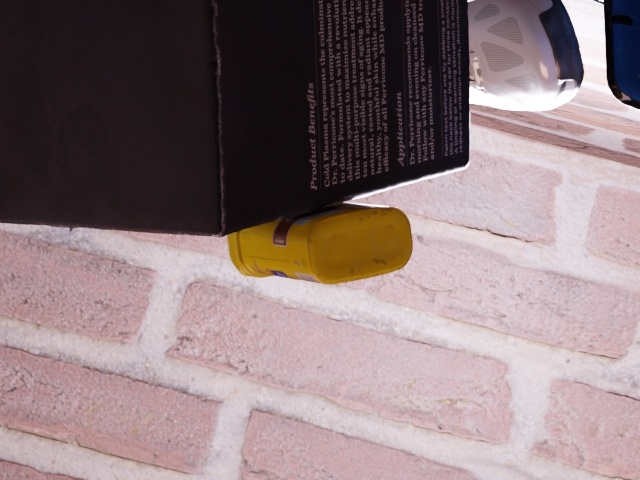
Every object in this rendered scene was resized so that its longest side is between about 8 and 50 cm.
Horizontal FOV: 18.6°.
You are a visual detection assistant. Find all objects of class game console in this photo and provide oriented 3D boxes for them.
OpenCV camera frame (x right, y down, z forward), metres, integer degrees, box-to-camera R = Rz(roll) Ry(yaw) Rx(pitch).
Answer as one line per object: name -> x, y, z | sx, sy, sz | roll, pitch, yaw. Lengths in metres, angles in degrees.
game console -> 0.394, -0.199, 2.199 | 0.293, 0.250, 0.173 | 16, 150, -26

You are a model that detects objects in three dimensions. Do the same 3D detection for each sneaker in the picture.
sneaker -> 0.121, -0.204, 2.395 | 0.257, 0.169, 0.447 | -21, -167, -21

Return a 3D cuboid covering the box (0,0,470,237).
box -> -0.162, -0.190, 2.029 | 0.480, 0.297, 0.471 | 4, -170, 33

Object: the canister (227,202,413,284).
canister -> 0.000, 0.000, 1.947 | 0.126, 0.073, 0.170 | -11, -171, -28
